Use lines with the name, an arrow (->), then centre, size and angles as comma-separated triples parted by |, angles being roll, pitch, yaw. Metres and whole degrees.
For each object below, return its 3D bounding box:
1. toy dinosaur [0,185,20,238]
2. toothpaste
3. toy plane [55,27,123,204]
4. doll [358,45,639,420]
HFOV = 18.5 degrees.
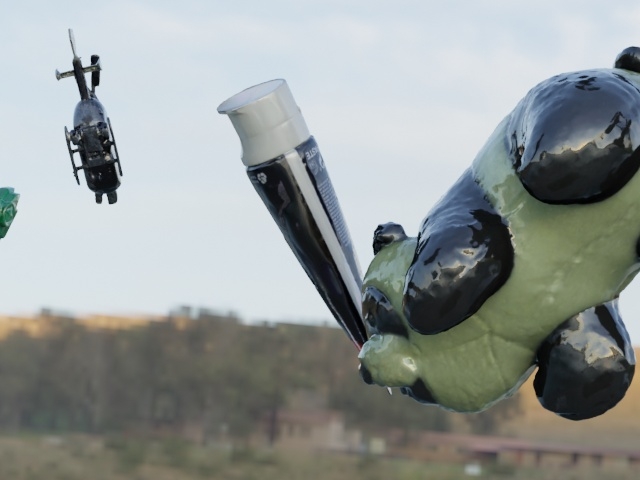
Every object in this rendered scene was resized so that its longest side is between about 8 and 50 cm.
toy dinosaur -> -0.256, 0.013, 1.158 | 0.094, 0.259, 0.153 | 10, -17, 18
toothpaste -> 0.000, 0.000, 1.164 | 0.045, 0.193, 0.071 | -24, 15, 5
toy plane -> -0.147, -0.076, 1.255 | 0.031, 0.121, 0.049 | -11, 16, 0
doll -> 0.119, 0.006, 1.072 | 0.143, 0.234, 0.135 | 35, 13, -22
